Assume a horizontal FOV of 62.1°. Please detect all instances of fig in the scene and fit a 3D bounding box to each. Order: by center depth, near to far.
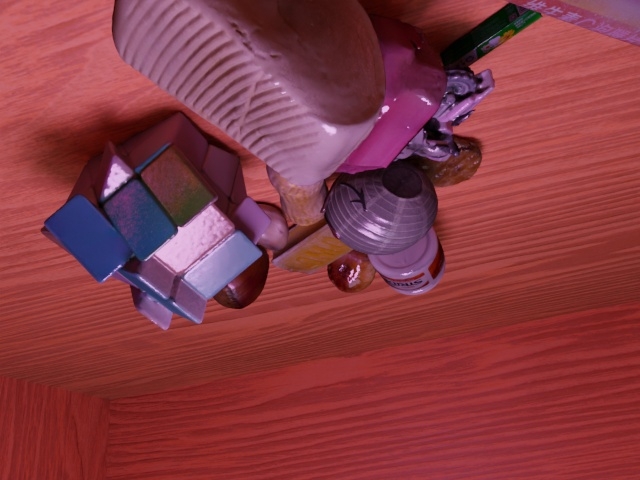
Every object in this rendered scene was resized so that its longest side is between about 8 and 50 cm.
[{"bbox_3d":[0.133,0.073,1.691,0.159,0.159,0.257,-29,168,36],"label":"fig"}]

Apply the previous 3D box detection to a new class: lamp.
[{"bbox_3d":[0.134,-0.073,1.214,0.265,0.233,0.233,-26,166,-34],"label":"lamp"}]

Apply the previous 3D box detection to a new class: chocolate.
[{"bbox_3d":[-0.048,-0.134,1.207,0.134,0.134,0.309,-9,158,2],"label":"chocolate"}]

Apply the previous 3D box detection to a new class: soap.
[{"bbox_3d":[0.077,-0.245,0.925,0.128,0.220,0.325,-5,154,-25],"label":"soap"},{"bbox_3d":[0.000,0.000,1.531,0.174,0.089,0.274,15,145,-38],"label":"soap"}]

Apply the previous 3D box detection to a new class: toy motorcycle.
[{"bbox_3d":[0.223,-0.238,1.038,0.188,0.143,0.327,-1,164,-19],"label":"toy motorcycle"}]

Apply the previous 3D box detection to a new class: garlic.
[{"bbox_3d":[-0.150,-0.021,1.451,0.128,0.148,0.266,-44,148,-8],"label":"garlic"}]

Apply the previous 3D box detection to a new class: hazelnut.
[{"bbox_3d":[-0.241,0.095,1.569,0.208,0.208,0.208,-6,154,-3],"label":"hazelnut"}]

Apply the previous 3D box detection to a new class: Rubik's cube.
[{"bbox_3d":[-0.316,-0.042,1.082,0.388,0.367,0.358,-20,134,25],"label":"Rubik's cube"}]

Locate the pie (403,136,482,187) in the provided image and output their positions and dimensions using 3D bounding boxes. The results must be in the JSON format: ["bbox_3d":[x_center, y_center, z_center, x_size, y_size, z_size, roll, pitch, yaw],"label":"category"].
[{"bbox_3d":[0.295,-0.186,1.283,0.195,0.046,0.195,-6,155,-3],"label":"pie"}]

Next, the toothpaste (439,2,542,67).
[{"bbox_3d":[0.296,-0.360,0.935,0.179,0.043,0.037,-29,149,37],"label":"toothpaste"}]

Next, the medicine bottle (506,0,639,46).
[{"bbox_3d":[0.468,-0.387,0.868,0.427,0.108,0.108,6,151,-22],"label":"medicine bottle"}]

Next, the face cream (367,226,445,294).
[{"bbox_3d":[0.253,0.040,1.551,0.201,0.200,0.187,-15,153,15],"label":"face cream"}]

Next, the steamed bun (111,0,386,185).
[{"bbox_3d":[-0.080,-0.277,0.758,0.384,0.236,0.247,36,152,-9],"label":"steamed bun"}]
